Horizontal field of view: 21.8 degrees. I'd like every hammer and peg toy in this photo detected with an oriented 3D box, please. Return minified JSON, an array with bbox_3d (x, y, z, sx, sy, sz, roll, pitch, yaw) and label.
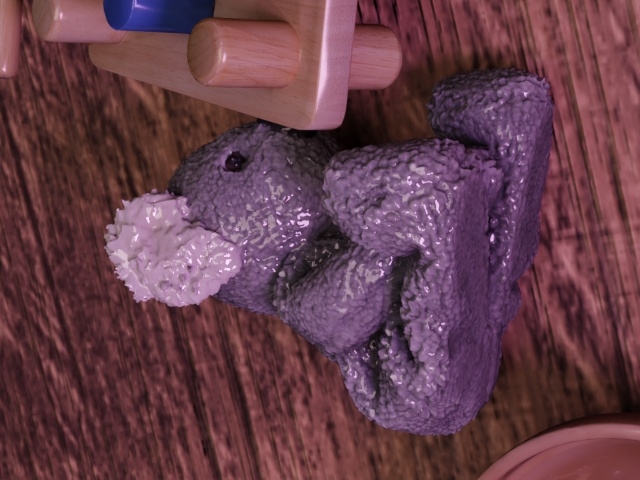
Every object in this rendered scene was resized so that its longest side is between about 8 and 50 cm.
[{"bbox_3d":[-0.086,-0.212,0.987,0.361,0.127,0.266,20,109,51],"label":"hammer and peg toy"}]

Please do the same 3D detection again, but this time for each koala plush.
[{"bbox_3d":[0.000,0.000,0.971,0.221,0.196,0.203,13,116,22],"label":"koala plush"}]

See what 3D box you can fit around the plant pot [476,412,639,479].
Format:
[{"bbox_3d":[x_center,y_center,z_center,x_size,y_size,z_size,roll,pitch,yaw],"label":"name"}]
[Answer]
[{"bbox_3d":[0.193,0.204,0.948,0.237,0.109,0.237,6,104,27],"label":"plant pot"}]
